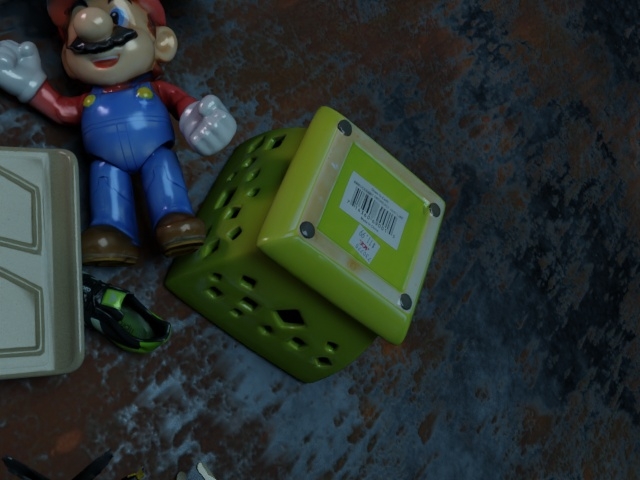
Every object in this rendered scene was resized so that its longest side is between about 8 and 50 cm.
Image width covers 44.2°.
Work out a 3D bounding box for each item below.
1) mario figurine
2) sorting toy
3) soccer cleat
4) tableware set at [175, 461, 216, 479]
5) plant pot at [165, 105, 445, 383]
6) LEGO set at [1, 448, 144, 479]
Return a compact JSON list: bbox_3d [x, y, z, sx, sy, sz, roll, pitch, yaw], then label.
[{"bbox_3d":[-0.212,-0.140,0.794,0.198,0.170,0.320,-6,80,-38],"label":"mario figurine"},{"bbox_3d":[-0.334,-0.027,0.701,0.229,0.041,0.307,-1,81,-23],"label":"sorting toy"},{"bbox_3d":[-0.227,0.055,0.772,0.179,0.072,0.060,33,56,-25],"label":"soccer cleat"},{"bbox_3d":[-0.119,0.332,0.785,0.128,0.039,0.194,-34,91,-29],"label":"tableware set"},{"bbox_3d":[0.000,0.000,0.885,0.228,0.207,0.227,37,55,-21],"label":"plant pot"},{"bbox_3d":[-0.300,0.176,0.506,0.255,0.192,0.331,-42,118,3],"label":"LEGO set"}]
